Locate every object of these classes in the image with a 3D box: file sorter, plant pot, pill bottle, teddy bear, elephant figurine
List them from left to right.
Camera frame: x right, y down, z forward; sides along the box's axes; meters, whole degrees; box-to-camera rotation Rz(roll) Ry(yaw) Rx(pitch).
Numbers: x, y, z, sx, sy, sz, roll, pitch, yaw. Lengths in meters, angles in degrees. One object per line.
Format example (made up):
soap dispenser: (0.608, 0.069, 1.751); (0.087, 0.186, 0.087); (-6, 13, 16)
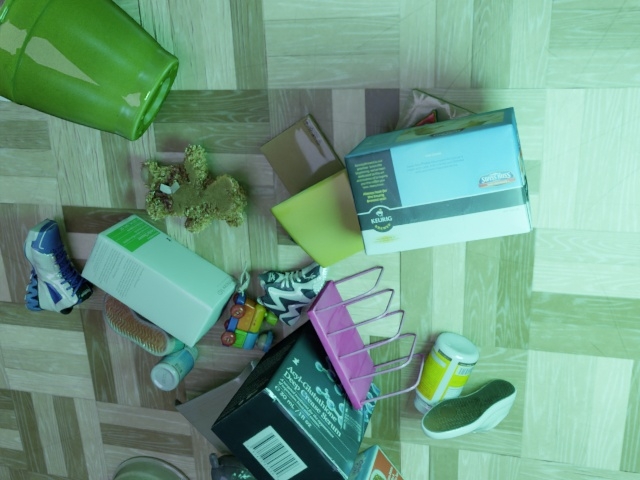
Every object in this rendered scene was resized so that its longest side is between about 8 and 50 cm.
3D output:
plant pot: (-0.553, -0.425, 1.663); (0.353, 0.366, 0.366); (30, 116, -8)
plant pot: (-0.592, 0.917, 2.166); (0.334, 0.305, 0.333); (5, 111, 14)
pill bottle: (-0.419, 0.361, 1.989); (0.087, 0.160, 0.087); (6, 111, 15)
teddy bear: (-0.340, -0.130, 1.828); (0.338, 0.113, 0.245); (-11, 99, 28)
elephant figurine: (-0.201, 0.723, 2.072); (0.240, 0.186, 0.169); (2, 84, 10)
plant pot: (0.038, -0.057, 1.634); (0.212, 0.212, 0.187); (-26, 95, 20)
file sorter: (0.130, 0.241, 1.758); (0.182, 0.202, 0.290); (-21, 102, 21)
pill bottle: (0.322, 0.355, 1.788); (0.117, 0.117, 0.214); (24, 114, 7)

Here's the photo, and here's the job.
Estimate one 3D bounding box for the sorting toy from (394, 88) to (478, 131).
sorting toy: (0.281, -0.188, 1.616); (0.257, 0.089, 0.255); (24, 114, 7)

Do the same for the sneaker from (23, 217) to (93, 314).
sneaker: (-0.764, 0.096, 2.026); (0.182, 0.127, 0.315); (17, 120, 6)

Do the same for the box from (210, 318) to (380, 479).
box: (-0.047, 0.437, 1.775); (0.212, 0.395, 0.293); (-39, 95, 24)

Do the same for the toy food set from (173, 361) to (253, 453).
toy food set: (-0.261, 0.501, 2.045); (0.306, 0.092, 0.219); (-29, 111, 25)

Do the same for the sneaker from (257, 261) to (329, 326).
sneaker: (-0.084, 0.106, 1.821); (0.153, 0.094, 0.235); (29, 121, -9)

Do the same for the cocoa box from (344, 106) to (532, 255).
cocoa box: (0.258, -0.130, 1.466); (0.347, 0.231, 0.227); (-9, 106, 19)

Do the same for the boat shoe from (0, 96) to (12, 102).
boat shoe: (-0.890, -0.447, 1.867); (0.277, 0.098, 0.096); (17, 114, 11)

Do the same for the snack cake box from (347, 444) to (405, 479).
snack cake box: (0.143, 0.715, 1.892); (0.089, 0.264, 0.152); (-36, 96, 25)

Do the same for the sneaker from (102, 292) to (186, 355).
sneaker: (-0.513, 0.245, 2.010); (0.302, 0.121, 0.108); (31, 101, 27)

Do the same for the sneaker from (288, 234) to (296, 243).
sneaker: (0.000, 0.000, 1.777); (0.178, 0.077, 0.071); (10, 111, 14)

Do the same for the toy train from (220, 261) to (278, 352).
toy train: (-0.176, 0.191, 1.899); (0.144, 0.105, 0.247); (18, 107, -8)

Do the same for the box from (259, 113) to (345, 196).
box: (-0.038, -0.195, 1.747); (0.164, 0.021, 0.201); (-30, 99, 24)

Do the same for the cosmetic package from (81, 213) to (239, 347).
cosmetic package: (-0.436, 0.107, 1.882); (0.366, 0.197, 0.155); (31, 114, 2)

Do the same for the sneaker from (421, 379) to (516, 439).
sneaker: (0.381, 0.463, 1.745); (0.106, 0.290, 0.123); (44, 140, 48)

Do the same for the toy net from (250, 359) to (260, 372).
toy net: (-0.131, 0.439, 1.940); (0.045, 0.122, 0.232); (-38, 103, 21)
